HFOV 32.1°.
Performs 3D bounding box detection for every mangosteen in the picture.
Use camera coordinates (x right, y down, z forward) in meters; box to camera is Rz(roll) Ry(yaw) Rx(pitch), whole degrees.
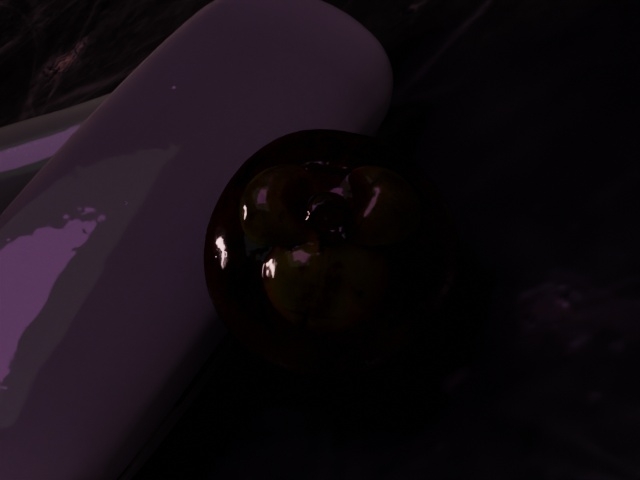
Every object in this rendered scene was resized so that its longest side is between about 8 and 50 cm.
[{"bbox_3d":[0.001,0.001,0.347,0.081,0.081,0.081,-27,32,19],"label":"mangosteen"}]

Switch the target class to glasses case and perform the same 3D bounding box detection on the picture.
[{"bbox_3d":[-0.057,-0.005,0.409,0.092,0.059,0.233,27,64,13],"label":"glasses case"}]

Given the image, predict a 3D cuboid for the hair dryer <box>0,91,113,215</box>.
[{"bbox_3d":[-0.098,0.019,0.466,0.206,0.075,0.237,-23,41,14],"label":"hair dryer"}]
